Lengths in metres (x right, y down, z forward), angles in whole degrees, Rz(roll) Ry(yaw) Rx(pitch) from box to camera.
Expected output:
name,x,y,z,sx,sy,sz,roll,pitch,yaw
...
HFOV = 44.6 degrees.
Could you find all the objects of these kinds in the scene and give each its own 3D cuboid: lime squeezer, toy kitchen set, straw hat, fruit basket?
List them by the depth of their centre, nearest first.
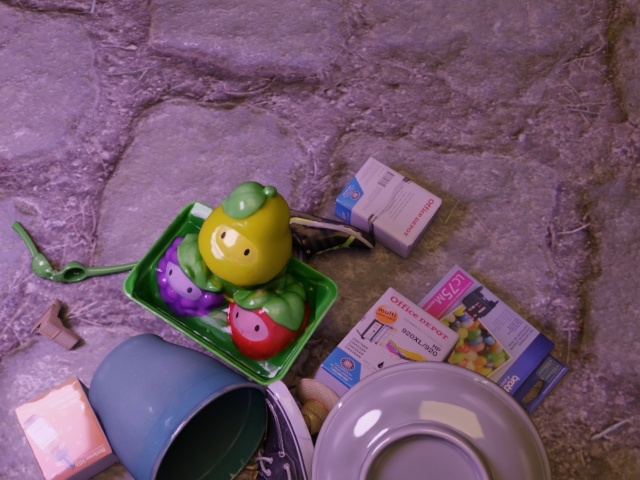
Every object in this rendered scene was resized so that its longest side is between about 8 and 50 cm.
name,x,y,z,sx,sy,sz,roll,pitch,yaw
straw hat,-0.011,0.326,1.435,0.144,0.144,0.061,35,54,15
fruit basket,-0.160,0.068,1.476,0.392,0.392,0.283,30,67,13
toy kitchen set,-0.542,0.181,1.602,0.068,0.075,0.083,-41,28,19
lime squeezer,-0.537,0.047,1.659,0.310,0.059,0.110,16,35,8

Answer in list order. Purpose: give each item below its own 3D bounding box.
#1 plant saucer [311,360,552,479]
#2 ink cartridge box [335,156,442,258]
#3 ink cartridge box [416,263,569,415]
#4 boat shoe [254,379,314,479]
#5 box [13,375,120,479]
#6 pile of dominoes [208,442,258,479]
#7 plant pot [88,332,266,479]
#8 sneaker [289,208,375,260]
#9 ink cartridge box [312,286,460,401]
name,x,y,z,sx,sy,sz,roll,pitch,yaw
plant saucer,0.172,0.400,1.266,0.400,0.100,0.401,-1,87,12
ink cartridge box,0.147,-0.072,1.703,0.190,0.082,0.140,34,69,13
ink cartridge box,0.334,0.213,1.584,0.311,0.065,0.186,42,71,15
boat shoe,-0.068,0.401,1.391,0.102,0.108,0.301,-17,105,-20
box,-0.475,0.368,1.474,0.130,0.091,0.170,-29,68,-14
pile of dominoes,-0.142,0.519,1.436,0.196,0.040,0.251,15,65,6
plant pot,-0.274,0.309,1.426,0.255,0.272,0.271,32,67,32
sneaker,0.000,0.000,1.683,0.234,0.084,0.097,15,89,7
ink cartridge box,0.118,0.245,1.477,0.171,0.168,0.232,36,55,14
